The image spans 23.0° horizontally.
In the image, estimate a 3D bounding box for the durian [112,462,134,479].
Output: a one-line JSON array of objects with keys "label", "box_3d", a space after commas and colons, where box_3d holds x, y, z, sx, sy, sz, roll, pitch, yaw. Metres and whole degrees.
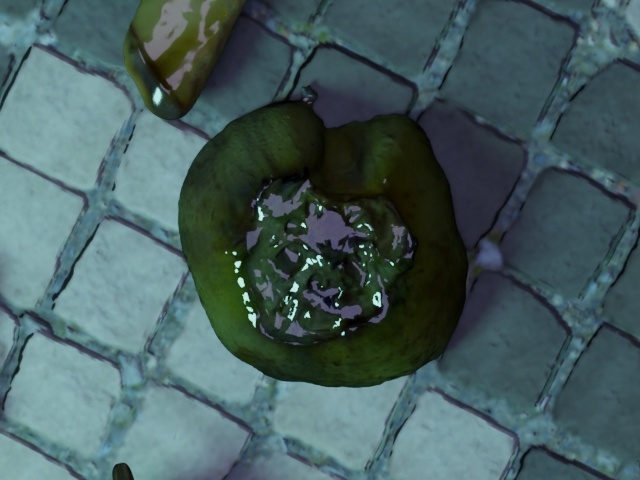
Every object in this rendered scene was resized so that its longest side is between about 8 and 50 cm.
[{"label": "durian", "box_3d": [-0.117, 0.238, 1.032, 0.148, 0.091, 0.189, -10, 91, -9]}]

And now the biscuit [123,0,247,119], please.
[{"label": "biscuit", "box_3d": [-0.062, -0.196, 1.011, 0.208, 0.047, 0.164, -35, 94, 5]}]

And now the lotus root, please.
[{"label": "lotus root", "box_3d": [0.001, 0.004, 1.013, 0.183, 0.078, 0.204, -22, 92, 3]}]
